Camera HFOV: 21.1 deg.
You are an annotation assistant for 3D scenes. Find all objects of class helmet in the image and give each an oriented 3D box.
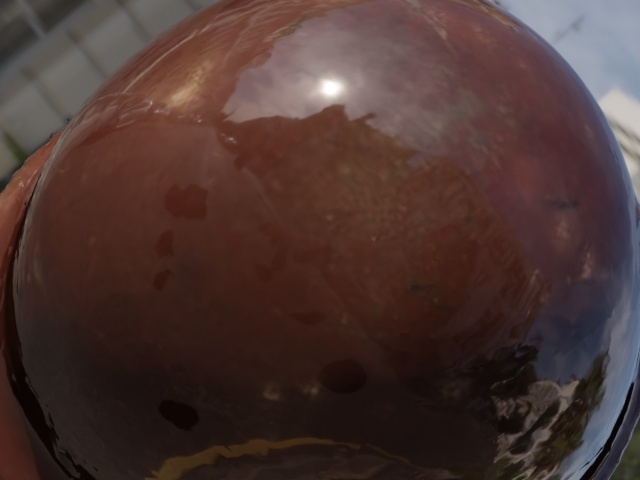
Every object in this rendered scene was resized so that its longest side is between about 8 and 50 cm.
[{"bbox_3d":[0.000,0.000,0.848,0.230,0.385,0.337,103,-19,-67],"label":"helmet"}]
